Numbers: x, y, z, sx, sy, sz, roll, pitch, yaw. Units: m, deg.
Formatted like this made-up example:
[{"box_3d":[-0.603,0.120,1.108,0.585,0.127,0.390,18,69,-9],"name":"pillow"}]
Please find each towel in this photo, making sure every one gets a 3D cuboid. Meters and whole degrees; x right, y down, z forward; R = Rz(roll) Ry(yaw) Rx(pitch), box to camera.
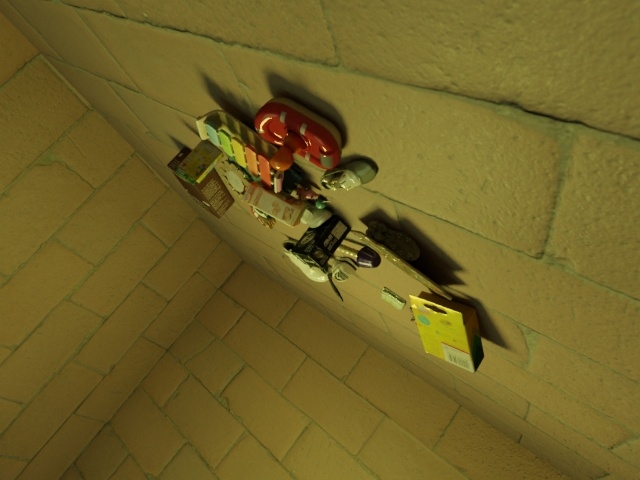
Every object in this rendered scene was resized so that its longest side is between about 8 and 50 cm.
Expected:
[{"box_3d":[0.314,0.260,1.864,0.113,0.023,0.152,35,165,16],"name":"towel"},{"box_3d":[-0.199,-0.259,1.495,0.271,0.040,0.370,39,163,-8],"name":"towel"}]

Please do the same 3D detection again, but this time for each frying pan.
[{"box_3d":[0.013,0.110,1.917,0.326,0.053,0.197,51,171,27],"name":"frying pan"}]

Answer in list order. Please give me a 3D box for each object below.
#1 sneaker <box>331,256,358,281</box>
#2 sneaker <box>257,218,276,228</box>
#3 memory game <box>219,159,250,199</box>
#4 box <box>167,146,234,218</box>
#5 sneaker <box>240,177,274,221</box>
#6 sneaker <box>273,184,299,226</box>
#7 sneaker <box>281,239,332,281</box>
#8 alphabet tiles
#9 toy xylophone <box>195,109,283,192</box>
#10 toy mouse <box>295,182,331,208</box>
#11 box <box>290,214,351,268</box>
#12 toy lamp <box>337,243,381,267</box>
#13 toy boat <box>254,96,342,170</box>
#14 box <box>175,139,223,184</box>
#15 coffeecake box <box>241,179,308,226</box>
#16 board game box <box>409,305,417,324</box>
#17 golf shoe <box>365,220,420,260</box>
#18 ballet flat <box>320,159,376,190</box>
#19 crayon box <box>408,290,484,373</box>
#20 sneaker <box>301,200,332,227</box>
[{"box_3d":[0.086,0.133,1.883,0.090,0.095,0.235,38,168,-6],"name":"sneaker"},{"box_3d":[-0.277,-0.117,2.039,0.083,0.070,0.185,27,161,20],"name":"sneaker"},{"box_3d":[-0.330,-0.232,1.664,0.186,0.012,0.186,33,147,25],"name":"memory game"},{"box_3d":[-0.596,-0.281,2.170,0.191,0.143,0.381,33,163,19],"name":"box"},{"box_3d":[-0.236,-0.148,1.789,0.135,0.098,0.276,33,163,29],"name":"sneaker"},{"box_3d":[-0.133,-0.126,1.522,0.175,0.064,0.067,59,-166,-13],"name":"sneaker"},{"box_3d":[-0.082,0.098,2.152,0.292,0.108,0.169,29,166,35],"name":"sneaker"},{"box_3d":[0.243,0.071,1.322,0.342,0.011,0.285,35,179,-8],"name":"alphabet tiles"},{"box_3d":[-0.228,-0.267,1.322,0.322,0.081,0.236,34,163,13],"name":"toy xylophone"},{"box_3d":[-0.026,-0.138,1.411,0.143,0.031,0.161,25,172,30],"name":"toy mouse"},{"box_3d":[0.000,0.000,1.513,0.077,0.180,0.147,43,165,-24],"name":"box"},{"box_3d":[0.113,0.042,1.577,0.274,0.080,0.080,18,155,51],"name":"toy lamp"},{"box_3d":[-0.069,-0.233,1.031,0.231,0.151,0.151,33,164,17],"name":"toy boat"},{"box_3d":[-0.491,-0.314,1.732,0.105,0.179,0.043,37,165,8],"name":"box"},{"box_3d":[-0.147,-0.127,1.414,0.185,0.068,0.142,28,-165,1],"name":"coffeecake box"},{"box_3d":[0.429,0.310,1.670,0.194,0.060,0.194,37,165,7],"name":"board game box"},{"box_3d":[0.221,0.001,1.264,0.176,0.069,0.086,36,-175,21],"name":"golf shoe"},{"box_3d":[0.066,-0.157,1.104,0.072,0.068,0.213,44,164,-22],"name":"ballet flat"},{"box_3d":[0.434,0.296,1.459,0.202,0.081,0.319,17,143,42],"name":"crayon box"},{"box_3d":[-0.039,-0.105,1.518,0.094,0.080,0.212,57,161,-20],"name":"sneaker"}]
